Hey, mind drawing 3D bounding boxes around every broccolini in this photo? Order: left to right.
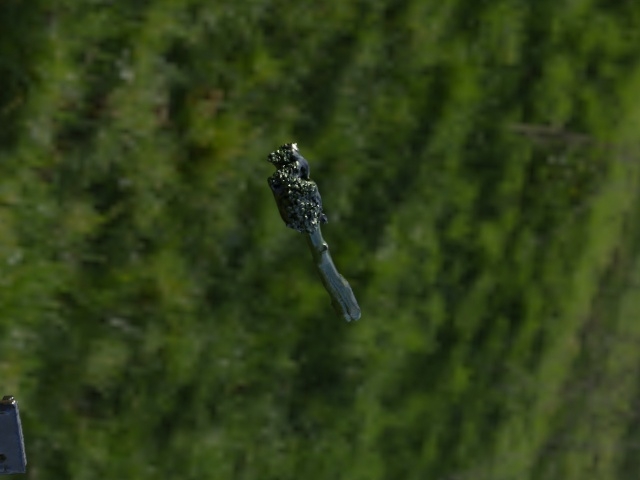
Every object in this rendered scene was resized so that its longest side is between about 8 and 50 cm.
[{"bbox_3d":[0.006,0.002,1.807,0.071,0.057,0.254,-57,147,-19],"label":"broccolini"}]

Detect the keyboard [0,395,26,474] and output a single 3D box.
[{"bbox_3d":[-0.442,0.198,1.853,0.027,0.317,0.106,-102,-170,-50],"label":"keyboard"}]
